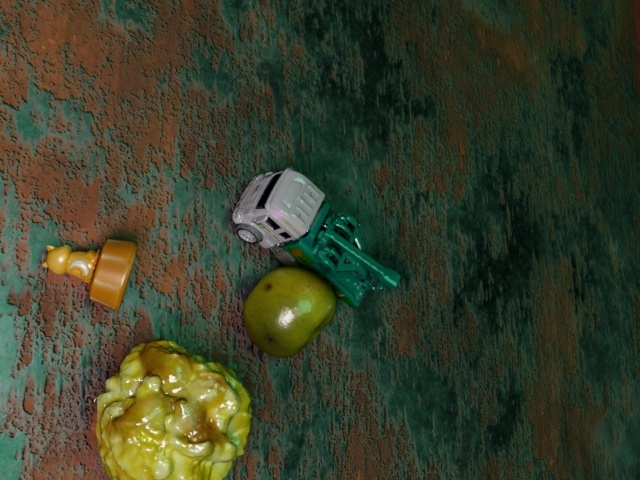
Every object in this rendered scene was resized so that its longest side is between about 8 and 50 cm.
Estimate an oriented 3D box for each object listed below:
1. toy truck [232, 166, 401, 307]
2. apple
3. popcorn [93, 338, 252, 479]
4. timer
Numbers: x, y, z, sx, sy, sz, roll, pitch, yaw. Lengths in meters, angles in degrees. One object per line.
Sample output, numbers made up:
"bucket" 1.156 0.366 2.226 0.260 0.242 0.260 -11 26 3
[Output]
"toy truck" -0.006 0.000 1.854 0.363 0.178 0.176 41 57 -22
"apple" -0.065 0.141 1.762 0.157 0.196 0.196 36 50 14
"popcorn" -0.256 0.326 1.502 0.282 0.247 0.282 3 63 -5
"timer" -0.417 0.045 1.552 0.152 0.132 0.132 16 67 -10
